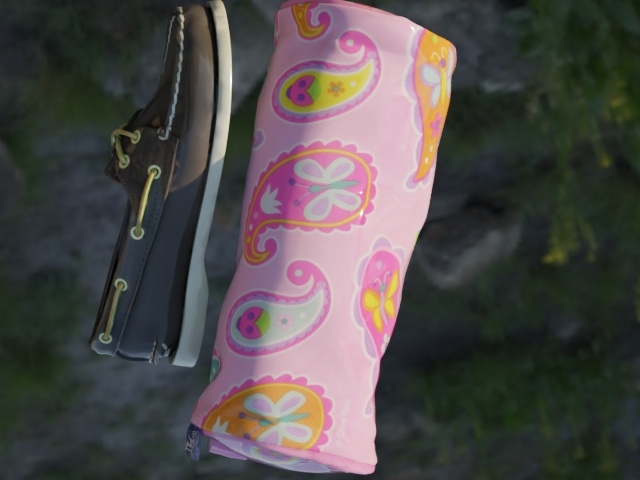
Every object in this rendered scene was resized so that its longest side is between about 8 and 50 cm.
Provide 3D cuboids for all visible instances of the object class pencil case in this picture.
[{"bbox_3d":[0.000,0.000,1.060,0.124,0.284,0.124,12,176,1],"label":"pencil case"}]

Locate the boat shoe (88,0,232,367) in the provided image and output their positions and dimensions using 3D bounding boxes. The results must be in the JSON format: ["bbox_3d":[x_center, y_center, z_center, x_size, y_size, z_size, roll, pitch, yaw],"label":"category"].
[{"bbox_3d":[-0.096,-0.034,1.060,0.068,0.228,0.081,5,-167,-10],"label":"boat shoe"}]
